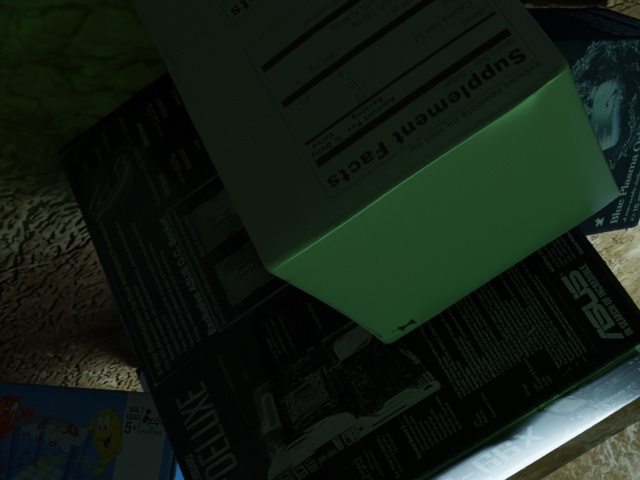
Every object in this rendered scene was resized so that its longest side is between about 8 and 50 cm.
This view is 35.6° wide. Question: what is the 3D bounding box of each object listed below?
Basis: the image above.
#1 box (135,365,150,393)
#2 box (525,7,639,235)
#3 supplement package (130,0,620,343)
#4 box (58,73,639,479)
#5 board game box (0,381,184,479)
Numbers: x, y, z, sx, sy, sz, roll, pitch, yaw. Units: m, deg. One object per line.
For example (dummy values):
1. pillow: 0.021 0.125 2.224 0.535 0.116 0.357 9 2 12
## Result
1. box: -0.075 0.114 0.928 0.137 0.072 0.126 9 133 -49
2. box: 0.174 -0.086 0.741 0.158 0.093 0.156 -9 120 -34
3. supplement package: 0.008 -0.097 0.466 0.134 0.244 0.139 -34 152 11
4. box: 0.006 0.006 0.568 0.242 0.307 0.076 -35 149 9
5. board game box: -0.166 0.176 0.765 0.308 0.086 0.302 0 162 23
